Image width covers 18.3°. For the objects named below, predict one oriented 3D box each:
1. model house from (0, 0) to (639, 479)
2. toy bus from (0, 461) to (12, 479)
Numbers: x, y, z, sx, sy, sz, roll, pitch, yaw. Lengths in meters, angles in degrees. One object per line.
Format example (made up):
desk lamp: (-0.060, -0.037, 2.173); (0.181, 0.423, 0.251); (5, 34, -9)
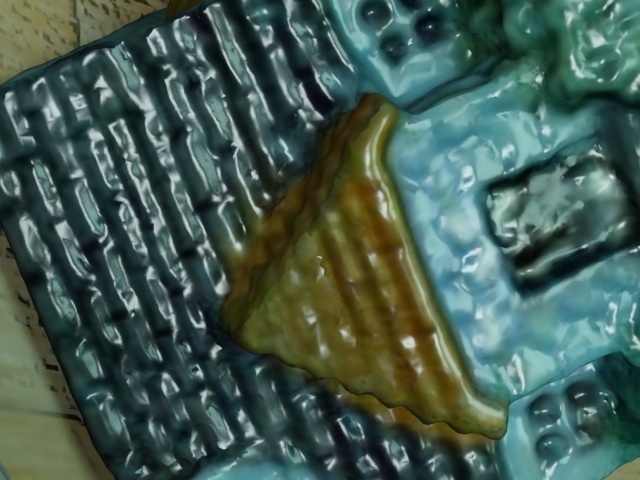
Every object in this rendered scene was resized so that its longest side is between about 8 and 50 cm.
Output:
model house: (0.000, 0.000, 0.728); (0.241, 0.226, 0.261); (-26, 99, -20)
toy bus: (-0.141, 0.128, 0.518); (0.143, 0.179, 0.305); (-46, 115, -46)
